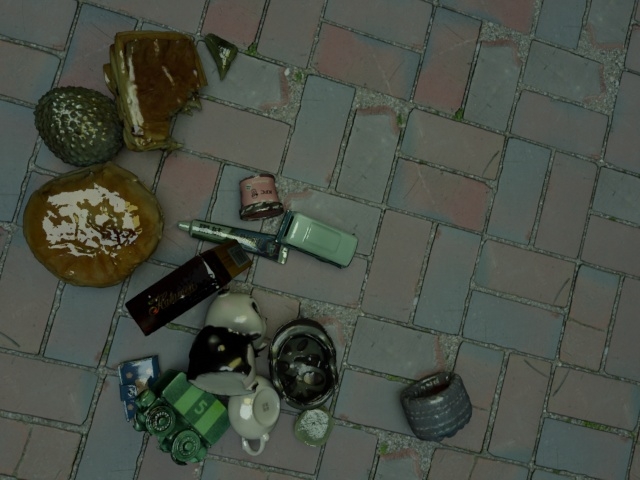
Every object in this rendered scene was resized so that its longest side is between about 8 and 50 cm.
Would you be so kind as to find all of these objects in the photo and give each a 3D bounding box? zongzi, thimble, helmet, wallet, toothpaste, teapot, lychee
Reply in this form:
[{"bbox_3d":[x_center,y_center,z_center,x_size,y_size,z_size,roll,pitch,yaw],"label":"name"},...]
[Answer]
[{"bbox_3d":[-0.380,-0.649,1.788,0.154,0.062,0.130,28,96,-1],"label":"zongzi"},{"bbox_3d":[0.408,0.580,1.797,0.236,0.205,0.172,-26,97,-33],"label":"thimble"},{"bbox_3d":[-0.068,0.410,1.738,0.225,0.177,0.305,-7,82,-14],"label":"helmet"},{"bbox_3d":[-0.598,0.496,1.714,0.141,0.059,0.202,-10,90,-7],"label":"wallet"},{"bbox_3d":[-0.297,-0.007,1.772,0.393,0.061,0.098,14,82,-11],"label":"toothpaste"},{"bbox_3d":[-0.227,0.568,1.717,0.204,0.140,0.297,8,73,-52],"label":"teapot"},{"bbox_3d":[-0.753,-0.363,1.627,0.256,0.274,0.255,-5,63,10],"label":"lychee"}]

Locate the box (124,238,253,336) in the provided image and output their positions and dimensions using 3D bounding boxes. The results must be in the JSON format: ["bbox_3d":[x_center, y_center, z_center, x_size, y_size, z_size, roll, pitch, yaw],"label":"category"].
[{"bbox_3d":[-0.379,0.126,1.555,0.265,0.415,0.115,-32,93,6],"label":"box"}]

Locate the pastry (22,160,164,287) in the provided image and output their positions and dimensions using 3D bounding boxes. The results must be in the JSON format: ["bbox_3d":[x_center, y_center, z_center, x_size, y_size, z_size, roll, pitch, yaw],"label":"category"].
[{"bbox_3d":[-0.704,-0.050,1.614,0.410,0.245,0.409,-2,99,-15],"label":"pastry"}]

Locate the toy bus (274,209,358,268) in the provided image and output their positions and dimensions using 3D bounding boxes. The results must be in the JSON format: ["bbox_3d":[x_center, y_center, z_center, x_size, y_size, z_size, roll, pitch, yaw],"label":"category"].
[{"bbox_3d":[0.000,0.000,1.758,0.272,0.165,0.132,22,85,-17],"label":"toy bus"}]

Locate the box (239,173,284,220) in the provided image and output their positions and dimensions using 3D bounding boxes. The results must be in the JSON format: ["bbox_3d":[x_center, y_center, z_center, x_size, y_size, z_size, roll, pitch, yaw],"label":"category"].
[{"bbox_3d":[-0.208,-0.148,1.753,0.151,0.151,0.135,-8,80,-9],"label":"box"}]

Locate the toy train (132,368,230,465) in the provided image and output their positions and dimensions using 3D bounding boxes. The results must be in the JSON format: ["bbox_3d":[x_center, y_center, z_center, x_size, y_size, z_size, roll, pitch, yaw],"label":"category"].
[{"bbox_3d":[-0.449,0.563,1.655,0.238,0.167,0.299,-47,111,-31],"label":"toy train"}]

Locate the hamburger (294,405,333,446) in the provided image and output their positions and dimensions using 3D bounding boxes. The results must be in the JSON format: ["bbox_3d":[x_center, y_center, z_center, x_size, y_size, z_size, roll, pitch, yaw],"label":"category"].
[{"bbox_3d":[-0.021,0.643,1.795,0.133,0.062,0.140,30,86,-3],"label":"hamburger"}]

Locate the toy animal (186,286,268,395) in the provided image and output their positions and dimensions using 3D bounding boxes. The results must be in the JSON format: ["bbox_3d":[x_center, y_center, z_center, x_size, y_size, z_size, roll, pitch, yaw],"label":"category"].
[{"bbox_3d":[-0.290,0.315,1.648,0.251,0.250,0.309,9,50,-8],"label":"toy animal"}]

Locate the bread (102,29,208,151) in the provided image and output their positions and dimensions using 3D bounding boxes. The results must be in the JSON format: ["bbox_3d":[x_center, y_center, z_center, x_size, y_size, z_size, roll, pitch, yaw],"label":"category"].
[{"bbox_3d":[-0.532,-0.474,1.667,0.314,0.192,0.369,-22,107,-49],"label":"bread"}]
